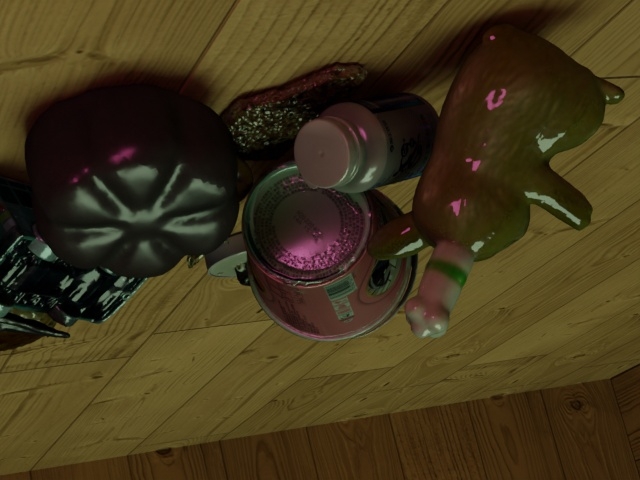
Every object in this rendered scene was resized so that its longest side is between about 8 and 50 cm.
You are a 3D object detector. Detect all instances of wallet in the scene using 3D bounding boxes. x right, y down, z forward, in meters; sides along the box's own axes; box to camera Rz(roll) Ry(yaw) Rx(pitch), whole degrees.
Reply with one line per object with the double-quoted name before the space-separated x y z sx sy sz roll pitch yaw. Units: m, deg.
"wallet" -0.492 0.087 1.834 0.323 0.041 0.247 15 172 -17

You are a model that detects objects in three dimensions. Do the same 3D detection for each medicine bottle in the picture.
"medicine bottle" 0.056 -0.114 1.688 0.107 0.107 0.191 -27 174 37

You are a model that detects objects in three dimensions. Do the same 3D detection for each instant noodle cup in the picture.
"instant noodle cup" 0.000 0.000 1.848 0.244 0.244 0.255 -15 166 4

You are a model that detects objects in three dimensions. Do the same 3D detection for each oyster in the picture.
"oyster" -0.177 0.016 2.124 0.093 0.034 0.051 -37 170 29

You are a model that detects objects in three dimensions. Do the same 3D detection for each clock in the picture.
"clock" -0.070 0.030 2.199 0.172 0.064 0.198 -23 162 31

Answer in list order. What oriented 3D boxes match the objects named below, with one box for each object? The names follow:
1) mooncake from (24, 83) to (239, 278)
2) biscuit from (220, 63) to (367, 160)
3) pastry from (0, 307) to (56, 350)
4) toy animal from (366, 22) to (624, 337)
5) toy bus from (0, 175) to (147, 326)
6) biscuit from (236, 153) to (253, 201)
"mooncake" -0.209 -0.063 1.597 0.245 0.133 0.245 -9 143 -7
"biscuit" -0.052 -0.147 1.707 0.131 0.026 0.237 -5 162 -33
"pastry" -0.474 0.111 2.088 0.192 0.093 0.182 -21 164 21
"toy animal" 0.194 -0.059 1.657 0.180 0.363 0.181 20 -176 -35
"toy bus" -0.341 0.012 1.774 0.128 0.147 0.256 -45 152 17
"biscuit" -0.186 -0.074 1.747 0.212 0.036 0.212 0 157 0
